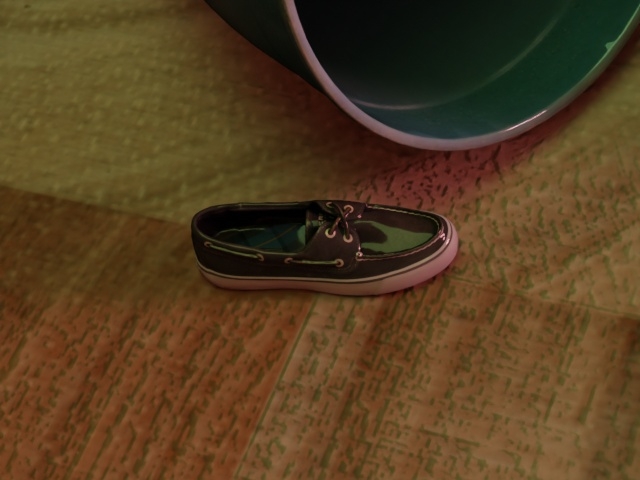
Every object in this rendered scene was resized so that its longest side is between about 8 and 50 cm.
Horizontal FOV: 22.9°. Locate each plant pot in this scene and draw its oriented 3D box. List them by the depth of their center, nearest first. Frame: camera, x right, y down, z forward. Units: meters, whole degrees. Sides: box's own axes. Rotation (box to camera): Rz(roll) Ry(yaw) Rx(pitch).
[{"bbox_3d":[0.019,-0.216,0.861,0.271,0.272,0.255,-40,39,-16],"label":"plant pot"}]

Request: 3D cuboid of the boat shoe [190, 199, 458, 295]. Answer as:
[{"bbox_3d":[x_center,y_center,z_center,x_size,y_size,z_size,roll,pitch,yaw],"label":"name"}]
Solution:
[{"bbox_3d":[0.000,0.000,0.826,0.142,0.040,0.049,-4,53,11],"label":"boat shoe"}]
